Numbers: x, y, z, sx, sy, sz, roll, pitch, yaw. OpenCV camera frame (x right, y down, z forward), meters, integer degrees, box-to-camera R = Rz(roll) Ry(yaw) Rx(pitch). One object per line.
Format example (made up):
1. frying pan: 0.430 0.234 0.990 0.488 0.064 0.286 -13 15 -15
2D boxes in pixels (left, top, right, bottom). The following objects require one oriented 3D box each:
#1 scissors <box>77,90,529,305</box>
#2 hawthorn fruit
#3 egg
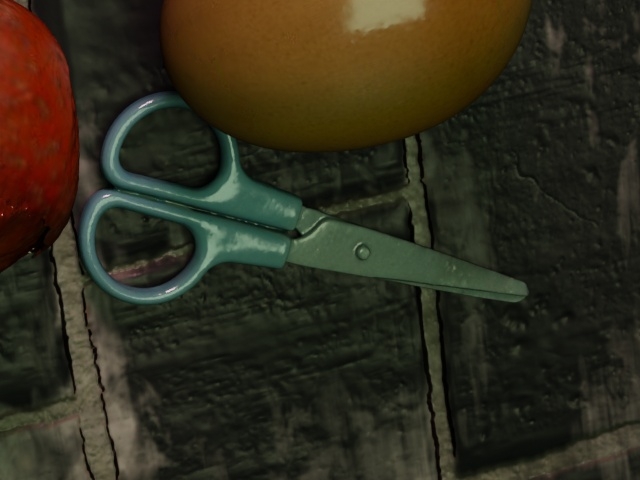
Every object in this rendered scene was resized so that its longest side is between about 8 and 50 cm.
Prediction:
1. scissors: 0.000 0.000 1.822 0.447 0.029 0.193 14 97 -24
2. hawthorn fruit: -0.310 -0.109 1.556 0.276 0.276 0.307 15 80 -24
3. egg: 0.021 -0.200 1.663 0.322 0.250 0.250 -21 110 -7
